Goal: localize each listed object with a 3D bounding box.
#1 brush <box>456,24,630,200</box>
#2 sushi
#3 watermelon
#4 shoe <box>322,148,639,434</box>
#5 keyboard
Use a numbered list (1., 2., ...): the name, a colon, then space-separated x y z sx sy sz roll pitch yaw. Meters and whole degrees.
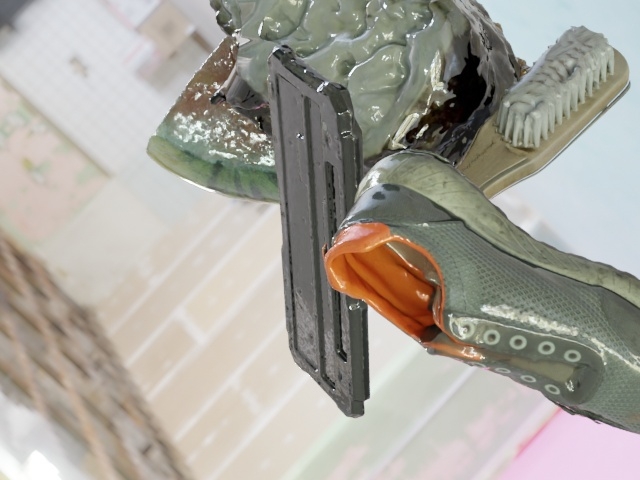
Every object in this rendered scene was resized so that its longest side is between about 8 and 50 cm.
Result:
1. brush: 0.139 -0.072 1.277 0.070 0.327 0.065 34 156 31
2. sushi: 0.032 -0.174 1.444 0.207 0.234 0.348 20 -149 -51
3. watermelon: -0.045 -0.135 1.668 0.262 0.201 0.213 14 -175 8
4. shoe: 0.085 0.038 0.704 0.194 0.077 0.074 36 135 10
5. keyboard: 0.001 0.000 1.046 0.106 0.016 0.262 43 145 47
